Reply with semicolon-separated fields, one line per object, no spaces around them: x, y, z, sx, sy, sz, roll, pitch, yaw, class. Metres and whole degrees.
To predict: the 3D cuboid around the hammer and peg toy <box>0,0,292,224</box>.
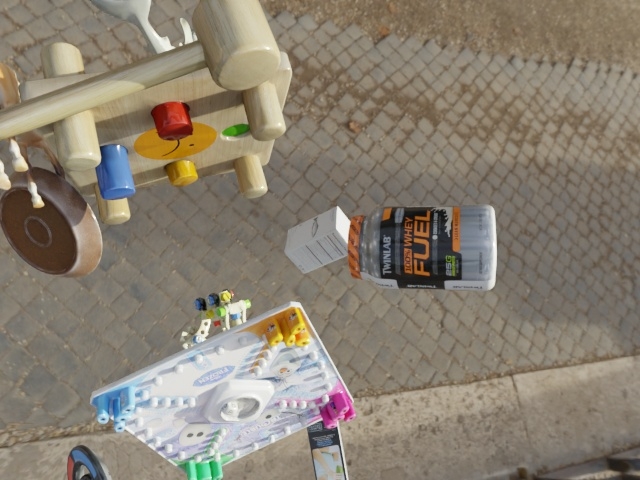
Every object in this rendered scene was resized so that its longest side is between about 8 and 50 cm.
-0.168;-0.138;0.545;0.266;0.361;0.127;-13;78;-14;hammer and peg toy

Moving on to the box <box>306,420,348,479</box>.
0.026;0.618;1.432;0.087;0.169;0.289;-9;87;-1;box

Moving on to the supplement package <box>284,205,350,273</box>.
0.000;0.000;1.487;0.105;0.179;0.105;50;28;-31;supplement package

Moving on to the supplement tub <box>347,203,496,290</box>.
0.230;0.016;1.170;0.316;0.193;0.193;-1;67;16;supplement tub

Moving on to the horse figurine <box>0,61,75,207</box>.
-0.359;-0.133;0.593;0.066;0.263;0.174;-21;85;-10;horse figurine

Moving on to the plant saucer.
-0.378;-0.017;0.704;0.168;0.168;0.029;45;32;-3;plant saucer

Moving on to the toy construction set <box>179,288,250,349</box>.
-0.353;0.288;1.789;0.151;0.328;0.215;-14;86;-56;toy construction set

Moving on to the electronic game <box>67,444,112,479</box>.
-0.540;0.594;1.208;0.048;0.229;0.229;-11;76;-47;electronic game

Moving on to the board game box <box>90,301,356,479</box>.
-0.153;0.320;0.982;0.390;0.390;0.050;-25;44;-1;board game box

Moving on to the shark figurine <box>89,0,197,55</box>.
-0.280;-0.325;0.906;0.116;0.278;0.166;-12;93;14;shark figurine
